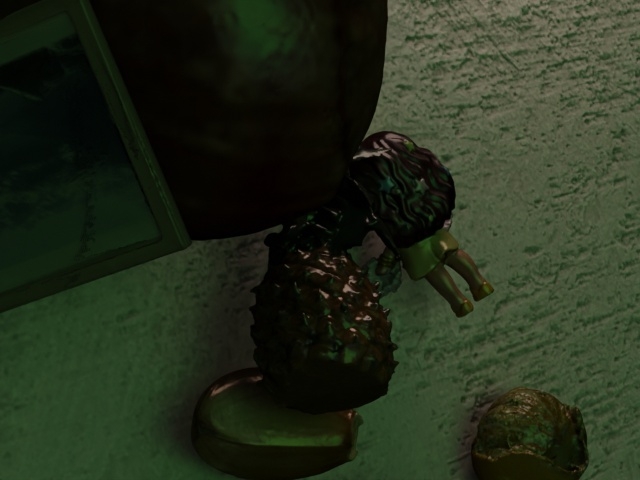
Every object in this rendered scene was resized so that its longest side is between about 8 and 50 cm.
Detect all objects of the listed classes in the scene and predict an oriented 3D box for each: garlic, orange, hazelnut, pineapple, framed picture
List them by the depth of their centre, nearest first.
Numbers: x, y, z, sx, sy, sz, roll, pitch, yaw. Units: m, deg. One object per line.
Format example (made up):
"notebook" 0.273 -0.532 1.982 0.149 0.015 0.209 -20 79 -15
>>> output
"framed picture" -0.306 -0.056 1.295 0.247 0.335 0.022 68 20 -9
"hazelnut" -0.131 -0.203 1.404 0.421 0.353 0.421 -10 121 -16
"pineapple" 0.001 -0.001 1.547 0.165 0.165 0.364 20 55 -34
"garlic" -0.068 0.206 1.560 0.207 0.128 0.115 5 126 -31
"orange" 0.264 0.257 1.787 0.156 0.134 0.156 1 89 -51

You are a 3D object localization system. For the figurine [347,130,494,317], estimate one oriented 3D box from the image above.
"figurine" 0.111 -0.018 1.712 0.175 0.116 0.240 -41 109 -32
